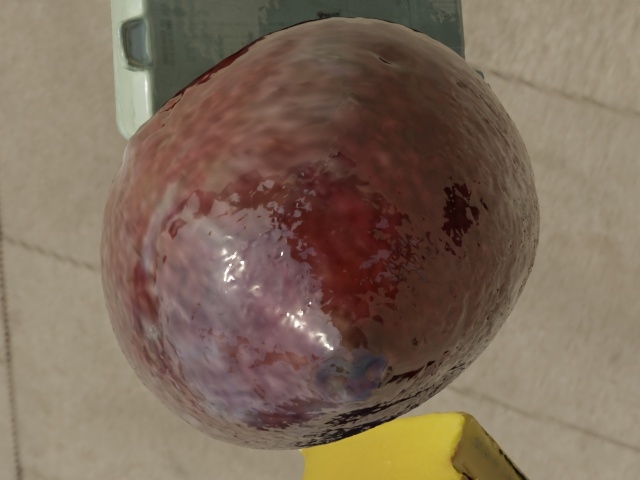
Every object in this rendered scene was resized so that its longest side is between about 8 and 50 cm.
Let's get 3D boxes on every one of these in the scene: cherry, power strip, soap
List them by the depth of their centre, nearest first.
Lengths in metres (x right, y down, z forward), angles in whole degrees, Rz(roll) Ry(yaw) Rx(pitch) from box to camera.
[{"bbox_3d":[0.000,0.000,0.817,0.230,0.300,0.203,-29,104,3],"label":"cherry"},{"bbox_3d":[-0.013,-0.124,1.051,0.046,0.270,0.118,-5,89,60],"label":"power strip"},{"bbox_3d":[0.132,0.292,1.605,0.204,0.096,0.324,-10,140,30],"label":"soap"}]
